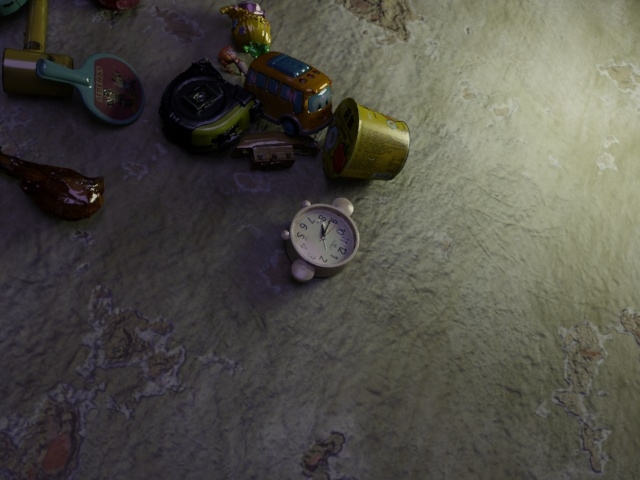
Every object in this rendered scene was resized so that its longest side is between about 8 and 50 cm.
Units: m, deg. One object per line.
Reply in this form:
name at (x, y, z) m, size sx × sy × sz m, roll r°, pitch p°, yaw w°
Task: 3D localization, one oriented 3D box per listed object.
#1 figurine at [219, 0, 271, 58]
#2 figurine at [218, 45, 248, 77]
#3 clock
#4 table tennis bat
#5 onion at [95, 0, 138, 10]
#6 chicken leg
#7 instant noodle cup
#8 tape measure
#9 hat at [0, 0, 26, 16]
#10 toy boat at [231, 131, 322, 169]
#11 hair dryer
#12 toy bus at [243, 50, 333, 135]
figurine at (-0.178, -0.492, 1.674) m, size 0.115 × 0.095 × 0.156 m, roll 5°, pitch 60°, yaw -27°
figurine at (-0.195, -0.406, 1.653) m, size 0.047 × 0.064 × 0.109 m, roll -41°, pitch 72°, yaw -7°
clock at (0.000, 0.000, 1.521) m, size 0.156 × 0.063 × 0.229 m, roll 30°, pitch 58°, yaw 1°
table tennis bat at (-0.473, -0.325, 1.485) m, size 0.244 × 0.040 × 0.152 m, roll 10°, pitch 74°, yaw -47°
onion at (-0.470, -0.587, 1.621) m, size 0.131 × 0.131 × 0.131 m, roll 7°, pitch 64°, yaw -14°
chicken leg at (-0.565, -0.125, 1.401) m, size 0.304 × 0.093 × 0.113 m, roll 25°, pitch 43°, yaw 5°
instant noodle cup at (0.106, -0.213, 1.595) m, size 0.144 × 0.182 × 0.182 m, roll 11°, pitch 63°, yaw -23°
tape measure at (-0.248, -0.279, 1.535) m, size 0.199 × 0.112 × 0.186 m, roll 37°, pitch 69°, yaw 15°
hat at (-0.677, -0.535, 1.545) m, size 0.138 × 0.078 × 0.191 m, roll 20°, pitch 62°, yaw 40°
toy boat at (-0.095, -0.198, 1.586) m, size 0.201 × 0.057 × 0.077 m, roll -6°, pitch 73°, yaw -20°
hair dryer at (-0.598, -0.430, 1.533) m, size 0.135 × 0.090 × 0.278 m, roll 1°, pitch 60°, yaw -16°
toy bus at (-0.070, -0.331, 1.581) m, size 0.209 × 0.136 × 0.126 m, roll 30°, pitch 46°, yaw 22°
